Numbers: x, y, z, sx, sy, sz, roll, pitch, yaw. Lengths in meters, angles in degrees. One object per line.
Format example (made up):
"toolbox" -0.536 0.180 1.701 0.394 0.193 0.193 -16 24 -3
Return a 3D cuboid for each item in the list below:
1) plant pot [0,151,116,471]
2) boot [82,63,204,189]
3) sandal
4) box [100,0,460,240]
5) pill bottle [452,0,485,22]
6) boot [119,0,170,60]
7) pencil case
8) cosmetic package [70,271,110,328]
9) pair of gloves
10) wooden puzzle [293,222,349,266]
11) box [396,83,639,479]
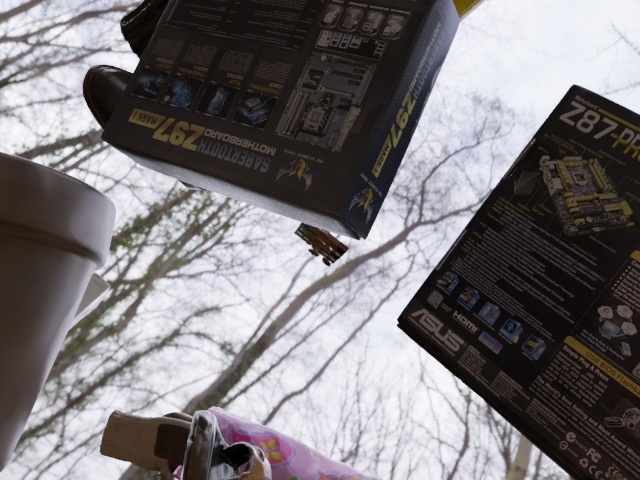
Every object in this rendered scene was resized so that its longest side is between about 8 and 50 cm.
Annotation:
"plant pot" -0.385 0.076 0.720 0.323 0.280 0.323 6 -13 1
"boot" -0.141 -0.116 0.774 0.106 0.082 0.219 9 -16 32
"sandal" -0.062 0.192 0.547 0.060 0.090 0.219 -2 -39 4
"box" -0.036 -0.120 0.563 0.232 0.183 0.059 18 -11 30
"pill bottle" 0.181 -0.359 0.958 0.215 0.117 0.117 -41 -81 4
"boot" -0.143 -0.335 0.832 0.260 0.131 0.348 -36 -89 30
"pencil case" -0.057 0.335 1.030 0.284 0.124 0.124 23 -47 1
"cosmetic package" -0.436 0.114 1.326 0.041 0.115 0.060 42 -47 -1
"pair of gloves" -0.250 0.383 1.125 0.204 0.240 0.042 0 -16 19
"wooden puzzle" 0.000 0.000 0.690 0.049 0.006 0.083 39 -20 -2
"box" 0.307 0.074 0.686 0.395 0.097 0.318 39 -81 36
